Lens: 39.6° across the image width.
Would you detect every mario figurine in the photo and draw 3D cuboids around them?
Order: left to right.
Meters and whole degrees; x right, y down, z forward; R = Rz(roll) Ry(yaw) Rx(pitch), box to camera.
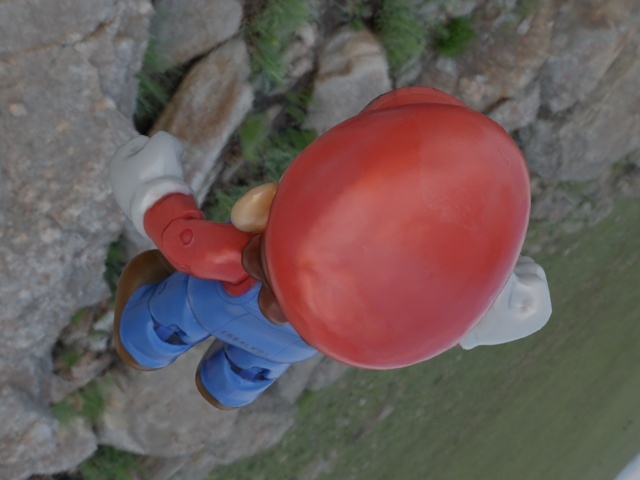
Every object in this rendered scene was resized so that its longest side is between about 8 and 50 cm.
[{"bbox_3d":[0.000,0.000,0.511,0.198,0.170,0.320,-5,166,-33],"label":"mario figurine"}]
